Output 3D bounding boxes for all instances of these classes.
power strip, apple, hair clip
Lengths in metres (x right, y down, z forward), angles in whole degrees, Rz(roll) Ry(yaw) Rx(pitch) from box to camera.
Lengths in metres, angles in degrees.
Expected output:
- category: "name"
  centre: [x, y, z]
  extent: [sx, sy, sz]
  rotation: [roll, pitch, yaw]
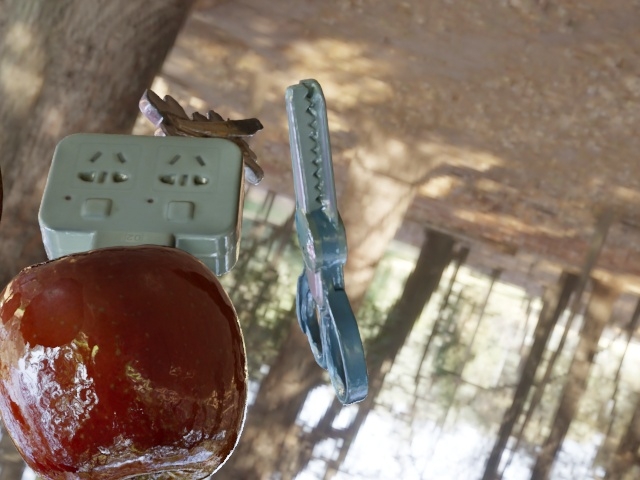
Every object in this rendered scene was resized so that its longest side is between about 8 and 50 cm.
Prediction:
- category: "power strip"
  centre: [-0.209, 0.005, 1.286]
  extent: [0.229, 0.261, 0.141]
  rotation: [1, 139, 0]
- category: "apple"
  centre: [-0.142, 0.091, 0.768]
  extent: [0.181, 0.168, 0.181]
  rotation: [-10, 163, -3]
- category: "hair clip"
  centre: [-0.161, -0.149, 1.559]
  extent: [0.257, 0.075, 0.146]
  rotation: [1, -127, -56]

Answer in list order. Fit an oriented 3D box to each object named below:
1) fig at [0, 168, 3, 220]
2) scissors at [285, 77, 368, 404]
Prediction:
- category: "fig"
  centre: [-0.264, -0.037, 0.613]
  extent: [0.205, 0.205, 0.205]
  rotation: [19, 180, 0]
- category: "scissors"
  centre: [0.000, 0.000, 0.840]
  extent: [0.030, 0.256, 0.125]
  rotation: [-13, -154, -15]
